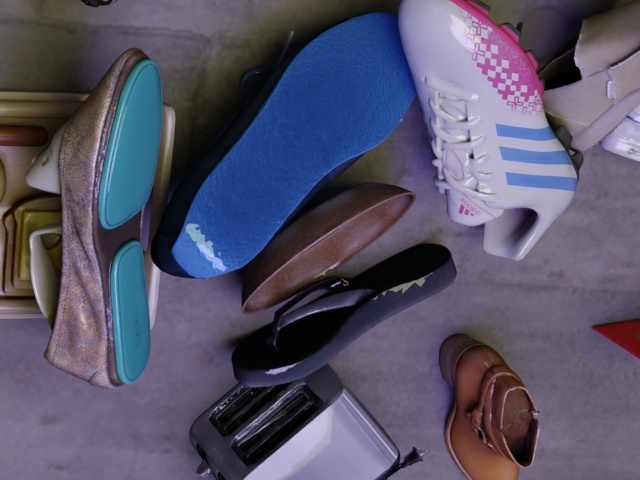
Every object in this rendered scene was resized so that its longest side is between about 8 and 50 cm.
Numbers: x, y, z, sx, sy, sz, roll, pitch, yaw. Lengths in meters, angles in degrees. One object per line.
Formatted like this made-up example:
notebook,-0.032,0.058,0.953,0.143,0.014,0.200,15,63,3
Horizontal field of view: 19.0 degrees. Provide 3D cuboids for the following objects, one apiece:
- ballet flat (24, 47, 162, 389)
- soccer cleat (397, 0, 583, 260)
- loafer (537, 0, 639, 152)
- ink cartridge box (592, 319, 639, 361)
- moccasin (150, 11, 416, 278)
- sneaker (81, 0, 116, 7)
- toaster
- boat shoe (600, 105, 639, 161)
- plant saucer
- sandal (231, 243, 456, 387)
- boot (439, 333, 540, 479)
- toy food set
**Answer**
ballet flat,-0.205,-0.019,1.666,0.106,0.107,0.316,12,110,20
soccer cleat,0.151,-0.100,1.808,0.143,0.116,0.331,-58,138,-16
loafer,0.293,-0.184,1.838,0.092,0.102,0.268,32,134,-11
ink cartridge box,0.460,0.096,1.938,0.261,0.296,0.066,-3,107,-20
moccasin,-0.044,-0.098,1.772,0.342,0.117,0.137,-42,105,-30
sneaker,-0.107,-0.346,1.666,0.146,0.134,0.343,33,93,-27
toaster,-0.022,0.201,1.855,0.186,0.168,0.110,-39,116,-5
boat shoe,0.391,-0.089,1.983,0.226,0.083,0.076,23,109,-14
plant saucer,0.000,0.000,1.812,0.199,0.198,0.036,-32,79,-9
sandal,0.014,0.062,1.873,0.254,0.097,0.054,-31,117,-21
boot,0.182,0.201,1.943,0.073,0.152,0.197,-26,114,-12
toy food set,-0.289,-0.020,1.722,0.306,0.092,0.219,0,106,-21
